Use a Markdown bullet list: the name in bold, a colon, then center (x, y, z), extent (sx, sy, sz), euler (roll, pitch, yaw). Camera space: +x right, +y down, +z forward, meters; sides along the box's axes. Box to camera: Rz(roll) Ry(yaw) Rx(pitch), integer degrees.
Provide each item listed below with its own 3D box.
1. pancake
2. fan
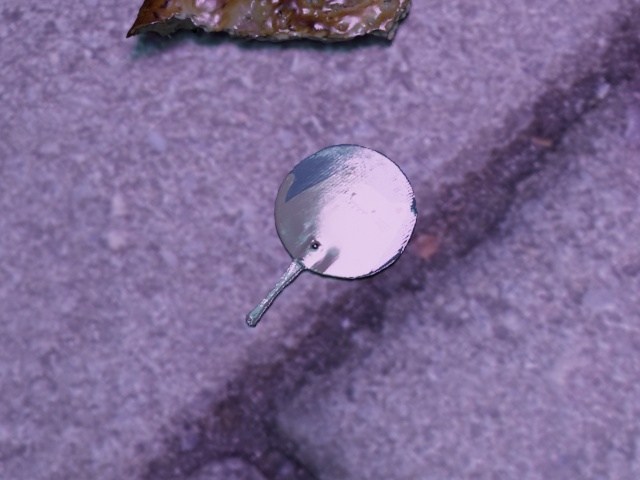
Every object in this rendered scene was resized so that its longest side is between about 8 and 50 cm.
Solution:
- **pancake**: center (0.009, -0.250, 1.009), extent (0.376, 0.054, 0.197), euler (-32, 74, -4)
- **fan**: center (0.000, 0.000, 0.959), extent (0.113, 0.005, 0.175), euler (39, 80, 14)
